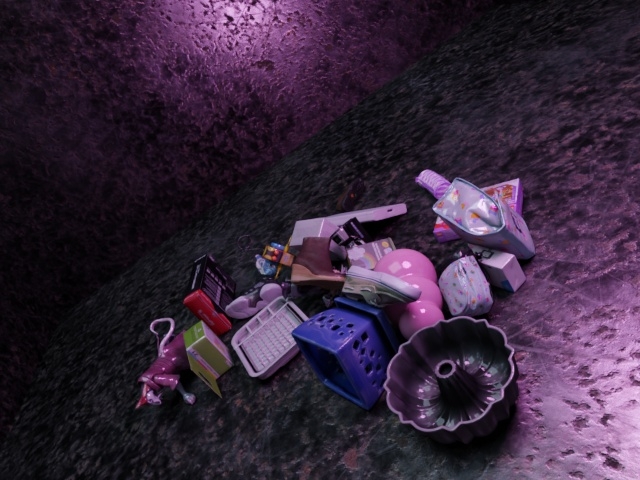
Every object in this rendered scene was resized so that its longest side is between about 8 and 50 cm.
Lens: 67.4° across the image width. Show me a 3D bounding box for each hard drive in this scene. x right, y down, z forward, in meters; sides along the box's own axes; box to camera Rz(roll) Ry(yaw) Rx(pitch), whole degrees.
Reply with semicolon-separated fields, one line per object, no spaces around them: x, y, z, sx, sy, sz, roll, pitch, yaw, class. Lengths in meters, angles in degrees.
0.159;-0.102;2.073;0.353;0.047;0.233;-7;6;44;hard drive

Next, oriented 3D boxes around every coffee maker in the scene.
0.146;0.006;1.854;0.120;0.178;0.171;-40;-5;33;coffee maker

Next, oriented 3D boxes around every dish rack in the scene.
-0.174;0.365;1.798;0.286;0.072;0.333;-40;27;-10;dish rack

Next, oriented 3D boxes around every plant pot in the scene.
0.092;0.310;1.410;0.212;0.235;0.236;-41;27;-24;plant pot

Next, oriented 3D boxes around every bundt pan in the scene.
0.328;0.350;1.175;0.331;0.124;0.330;-27;28;16;bundt pan

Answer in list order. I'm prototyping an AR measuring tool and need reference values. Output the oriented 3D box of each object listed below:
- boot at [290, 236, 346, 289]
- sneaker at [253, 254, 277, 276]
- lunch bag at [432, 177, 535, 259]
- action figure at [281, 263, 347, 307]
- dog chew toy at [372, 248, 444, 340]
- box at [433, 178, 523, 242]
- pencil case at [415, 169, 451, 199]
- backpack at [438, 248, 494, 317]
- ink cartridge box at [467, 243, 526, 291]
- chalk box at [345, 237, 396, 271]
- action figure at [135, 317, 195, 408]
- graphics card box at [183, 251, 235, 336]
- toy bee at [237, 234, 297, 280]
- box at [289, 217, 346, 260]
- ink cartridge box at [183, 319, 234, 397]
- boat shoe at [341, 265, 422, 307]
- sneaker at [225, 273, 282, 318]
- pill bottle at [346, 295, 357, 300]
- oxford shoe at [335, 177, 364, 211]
0.011;0.074;1.801;0.249;0.090;0.206;2;58;28;boot
-0.261;0.126;2.294;0.081;0.080;0.211;-32;36;-5;sneaker
0.512;-0.052;1.464;0.160;0.223;0.262;-54;39;5;lunch bag
0.000;0.174;1.858;0.285;0.099;0.185;-4;30;16;action figure
0.275;0.175;1.452;0.207;0.206;0.331;-30;35;12;dog chew toy
0.561;-0.104;1.709;0.294;0.057;0.200;-14;33;36;box
0.471;-0.231;1.987;0.088;0.086;0.206;-4;22;-12;pencil case
0.413;0.132;1.376;0.115;0.151;0.181;-7;59;-13;backpack
0.505;0.078;1.430;0.060;0.104;0.180;-44;27;-13;ink cartridge box
0.210;0.088;1.673;0.213;0.132;0.132;-13;42;0;chalk box
-0.612;0.503;1.897;0.248;0.275;0.370;-16;19;24;action figure
-0.498;0.239;2.204;0.094;0.232;0.370;-31;28;11;graphics card box
-0.188;0.076;2.051;0.299;0.195;0.162;-2;9;-25;toy bee
0.000;0.000;2.034;0.182;0.181;0.118;-5;62;46;box
-0.414;0.447;1.819;0.097;0.188;0.255;-38;28;-7;ink cartridge box
0.168;0.144;1.365;0.302;0.109;0.094;10;74;62;boat shoe
-0.290;0.240;2.113;0.269;0.101;0.153;-25;27;8;sneaker
0.142;0.159;1.765;0.120;0.067;0.067;-48;29;-23;pill bottle
0.141;-0.230;2.383;0.096;0.082;0.227;-9;36;50;oxford shoe
